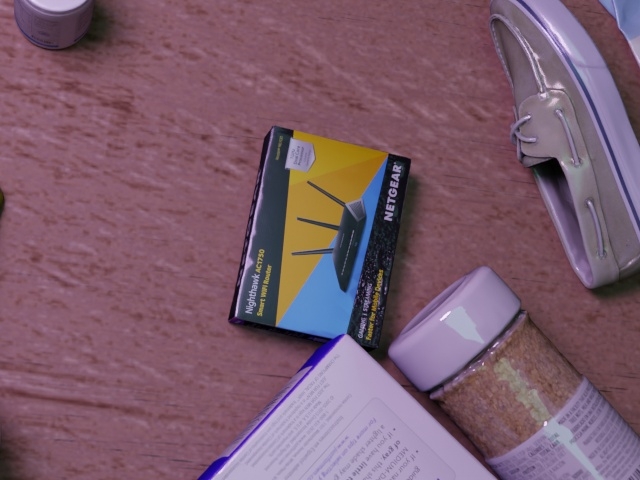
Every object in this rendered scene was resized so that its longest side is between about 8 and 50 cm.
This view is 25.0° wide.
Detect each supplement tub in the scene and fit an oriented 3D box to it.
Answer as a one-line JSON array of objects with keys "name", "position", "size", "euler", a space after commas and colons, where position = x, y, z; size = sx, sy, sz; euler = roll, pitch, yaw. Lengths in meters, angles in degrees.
[{"name": "supplement tub", "position": [-0.230, -0.213, 1.249], "size": [0.071, 0.107, 0.071], "euler": [2, 79, -13]}]

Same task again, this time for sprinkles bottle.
[{"name": "sprinkles bottle", "position": [0.217, 0.189, 1.267], "size": [0.121, 0.121, 0.355], "euler": [-42, 91, -16]}]

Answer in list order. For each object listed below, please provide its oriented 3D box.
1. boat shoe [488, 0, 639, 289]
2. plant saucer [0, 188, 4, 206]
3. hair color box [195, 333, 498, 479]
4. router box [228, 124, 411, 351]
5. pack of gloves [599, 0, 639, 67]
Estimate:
[{"name": "boat shoe", "position": [0.227, -0.098, 1.334], "size": [0.094, 0.109, 0.302], "euler": [-28, 89, -14]}, {"name": "plant saucer", "position": [-0.360, -0.040, 1.159], "size": [0.188, 0.045, 0.188], "euler": [30, 38, -12]}, {"name": "hair color box", "position": [0.071, 0.264, 1.229], "size": [0.339, 0.110, 0.185], "euler": [44, 72, 0]}, {"name": "router box", "position": [0.000, 0.000, 1.293], "size": [0.133, 0.046, 0.179], "euler": [12, 77, -10]}, {"name": "pack of gloves", "position": [0.366, -0.255, 1.437], "size": [0.195, 0.046, 0.232], "euler": [-30, 84, -5]}]
